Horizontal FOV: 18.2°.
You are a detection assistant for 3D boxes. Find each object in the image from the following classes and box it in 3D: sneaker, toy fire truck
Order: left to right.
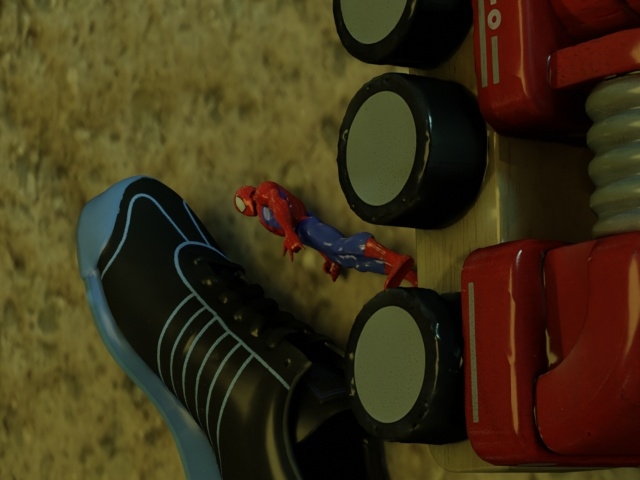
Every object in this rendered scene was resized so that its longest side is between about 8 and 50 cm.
[{"bbox_3d":[-0.029,0.057,0.880,0.090,0.081,0.232,-40,65,31],"label":"sneaker"},{"bbox_3d":[0.140,-0.033,0.692,0.246,0.158,0.217,-15,74,54],"label":"toy fire truck"}]

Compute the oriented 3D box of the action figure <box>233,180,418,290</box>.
[{"bbox_3d":[0.000,0.000,0.883,0.115,0.038,0.030,32,90,42],"label":"action figure"}]
